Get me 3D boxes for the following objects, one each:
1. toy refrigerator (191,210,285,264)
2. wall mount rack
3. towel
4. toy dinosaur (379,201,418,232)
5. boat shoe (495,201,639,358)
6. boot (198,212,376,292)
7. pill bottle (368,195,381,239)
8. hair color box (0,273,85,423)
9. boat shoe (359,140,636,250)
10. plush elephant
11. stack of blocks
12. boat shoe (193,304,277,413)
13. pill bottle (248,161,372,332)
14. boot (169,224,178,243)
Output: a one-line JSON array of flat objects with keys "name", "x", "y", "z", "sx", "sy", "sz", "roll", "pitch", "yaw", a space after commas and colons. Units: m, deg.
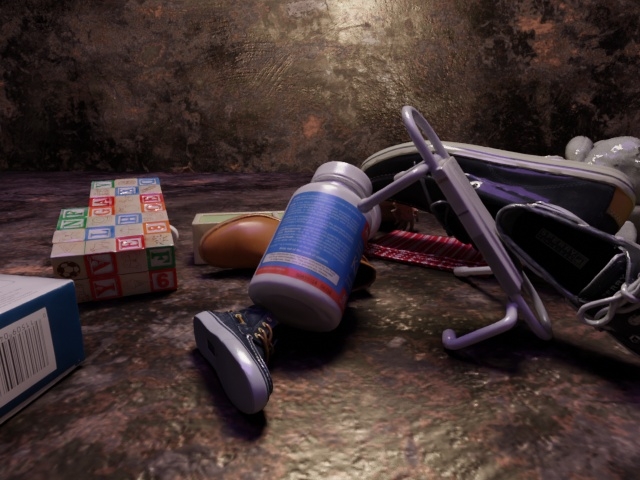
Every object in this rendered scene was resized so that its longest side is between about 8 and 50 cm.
[{"name": "toy refrigerator", "x": -0.124, "y": -0.015, "z": 0.885, "sx": 0.270, "sy": 0.094, "sz": 0.102, "roll": -2, "pitch": 15, "yaw": -10}, {"name": "wall mount rack", "x": 0.183, "y": -0.014, "z": 0.610, "sx": 0.130, "sy": 0.350, "sz": 0.304, "roll": -31, "pitch": 2, "yaw": 28}, {"name": "towel", "x": 0.247, "y": 0.016, "z": 0.894, "sx": 0.275, "sy": 0.031, "sz": 0.199, "roll": 10, "pitch": 17, "yaw": 32}, {"name": "toy dinosaur", "x": 0.192, "y": -0.091, "z": 1.141, "sx": 0.200, "sy": 0.127, "sz": 0.296, "roll": 14, "pitch": 6, "yaw": 19}, {"name": "boat shoe", "x": 0.325, "y": 0.049, "z": 0.451, "sx": 0.105, "sy": 0.113, "sz": 0.306, "roll": 7, "pitch": 35, "yaw": -45}, {"name": "boot", "x": -0.061, "y": 0.034, "z": 0.727, "sx": 0.283, "sy": 0.109, "sz": 0.220, "roll": 3, "pitch": 17, "yaw": -18}, {"name": "pill bottle", "x": 0.070, "y": -0.056, "z": 0.941, "sx": 0.117, "sy": 0.117, "sz": 0.215, "roll": 0, "pitch": 6, "yaw": -1}, {"name": "hair color box", "x": -0.450, "y": 0.102, "z": 0.421, "sx": 0.347, "sy": 0.105, "sz": 0.174, "roll": 4, "pitch": 15, "yaw": 11}, {"name": "boat shoe", "x": 0.280, "y": -0.073, "z": 0.796, "sx": 0.500, "sy": 0.156, "sz": 0.187, "roll": 16, "pitch": -14, "yaw": 33}, {"name": "plush elephant", "x": 0.536, "y": -0.078, "z": 0.863, "sx": 0.255, "sy": 0.272, "sz": 0.330, "roll": -29, "pitch": -19, "yaw": 13}, {"name": "stack of blocks", "x": -0.367, "y": -0.018, "z": 0.765, "sx": 0.171, "sy": 0.087, "sz": 0.297, "roll": -7, "pitch": 31, "yaw": -22}, {"name": "boat shoe", "x": -0.075, "y": 0.113, "z": 0.459, "sx": 0.083, "sy": 0.065, "sz": 0.183, "roll": -10, "pitch": 17, "yaw": -29}, {"name": "pill bottle", "x": 0.000, "y": 0.000, "z": 0.574, "sx": 0.124, "sy": 0.124, "sz": 0.221, "roll": 7, "pitch": 56, "yaw": 24}, {"name": "boot", "x": -0.407, "y": -0.019, "z": 0.941, "sx": 0.190, "sy": 0.069, "sz": 0.086, "roll": -2, "pitch": 21, "yaw": -4}]
